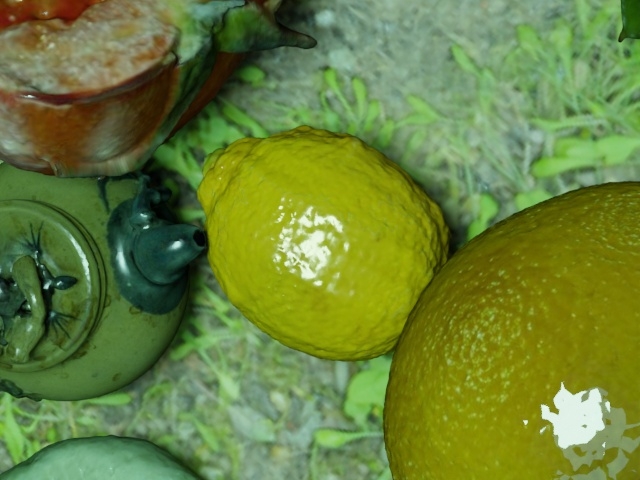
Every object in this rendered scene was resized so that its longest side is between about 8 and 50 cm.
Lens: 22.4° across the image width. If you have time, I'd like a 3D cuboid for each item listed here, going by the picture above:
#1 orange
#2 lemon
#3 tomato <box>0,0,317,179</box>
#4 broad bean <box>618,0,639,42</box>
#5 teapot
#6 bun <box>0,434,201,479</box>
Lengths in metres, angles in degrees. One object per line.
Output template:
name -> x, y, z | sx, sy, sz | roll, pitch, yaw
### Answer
orange -> 0.172, 0.097, 0.946 | 0.274, 0.274, 0.274 | 1, 95, 14
lemon -> 0.000, 0.000, 1.040 | 0.187, 0.142, 0.142 | 34, 101, 8
tomato -> -0.169, -0.158, 1.045 | 0.309, 0.309, 0.170 | 30, 138, 10
broad bean -> 0.237, -0.243, 1.012 | 0.065, 0.046, 0.255 | 26, 99, 11
teapot -> -0.194, 0.029, 1.068 | 0.269, 0.182, 0.173 | -13, 92, 15
bun -> -0.156, 0.241, 1.104 | 0.212, 0.126, 0.204 | -21, 63, 9
